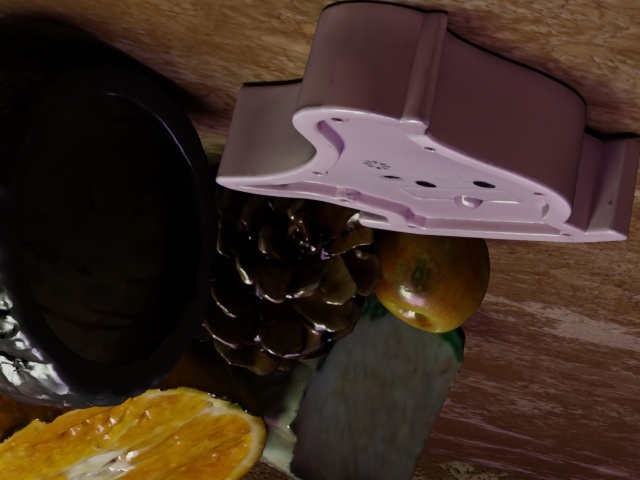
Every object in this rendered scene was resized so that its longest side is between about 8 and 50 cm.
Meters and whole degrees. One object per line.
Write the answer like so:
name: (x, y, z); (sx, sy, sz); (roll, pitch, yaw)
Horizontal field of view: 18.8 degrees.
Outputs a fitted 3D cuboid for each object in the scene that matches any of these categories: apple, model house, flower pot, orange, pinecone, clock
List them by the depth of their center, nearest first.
clock: (0.038, -0.078, 1.358); (0.290, 0.080, 0.275); (1, 163, 38)
flower pot: (-0.257, -0.003, 1.507); (0.267, 0.267, 0.266); (-2, 162, 35)
pinecone: (-0.036, 0.017, 1.660); (0.184, 0.179, 0.204); (-6, 165, -43)
apple: (0.098, 0.027, 1.712); (0.099, 0.102, 0.114); (9, 166, 24)
orange: (-0.189, 0.178, 1.738); (0.274, 0.274, 0.310); (-2, 139, 49)
model house: (-0.045, 0.119, 2.001); (0.284, 0.243, 0.298); (15, 167, 29)

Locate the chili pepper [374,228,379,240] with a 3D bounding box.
chili pepper: (-0.001, 0.003, 1.811); (0.216, 0.062, 0.108); (9, -169, 6)
